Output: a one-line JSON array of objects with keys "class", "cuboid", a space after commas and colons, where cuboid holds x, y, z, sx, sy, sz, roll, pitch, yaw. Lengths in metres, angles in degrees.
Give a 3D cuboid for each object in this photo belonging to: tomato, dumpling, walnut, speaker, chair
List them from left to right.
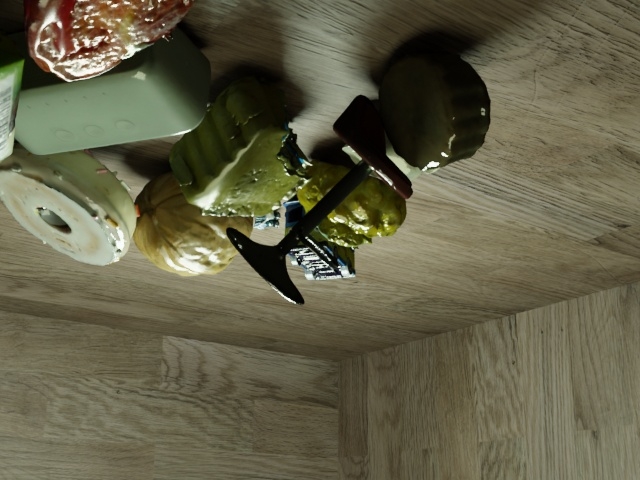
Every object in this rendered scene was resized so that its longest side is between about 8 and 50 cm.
[{"class": "tomato", "cuboid": [-0.349, -0.403, 1.285, 0.309, 0.170, 0.309, -32, 159, -14]}, {"class": "speaker", "cuboid": [-0.424, -0.296, 1.577, 0.406, 0.183, 0.184, -6, 155, 19]}, {"class": "walnut", "cuboid": [-0.326, -0.039, 2.172, 0.252, 0.277, 0.313, 34, -177, 37]}, {"class": "chair", "cuboid": [0.021, -0.085, 1.728, 0.401, 0.226, 0.226, -46, 149, 5]}, {"class": "dumpling", "cuboid": [0.170, -0.197, 1.903, 0.250, 0.132, 0.162, 4, 157, -8]}]

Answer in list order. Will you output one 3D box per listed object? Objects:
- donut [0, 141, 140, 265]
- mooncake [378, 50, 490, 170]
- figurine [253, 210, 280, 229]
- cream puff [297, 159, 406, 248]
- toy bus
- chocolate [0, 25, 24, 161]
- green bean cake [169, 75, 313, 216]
[{"class": "donut", "cuboid": [-0.599, -0.099, 2.024, 0.382, 0.142, 0.383, 23, 148, 15]}, {"class": "mooncake", "cuboid": [0.222, -0.252, 1.620, 0.124, 0.228, 0.228, -17, 171, -29]}, {"class": "figurine", "cuboid": [-0.189, -0.066, 2.391, 0.149, 0.086, 0.087, -2, -156, -29]}, {"class": "cream puff", "cuboid": [0.069, -0.078, 2.067, 0.282, 0.185, 0.282, 19, 178, 1]}, {"class": "toy bus", "cuboid": [0.000, 0.000, 2.403, 0.138, 0.175, 0.288, -5, 159, 18]}, {"class": "chocolate", "cuboid": [-0.618, -0.286, 1.396, 0.137, 0.289, 0.301, -28, 165, -37]}, {"class": "green bean cake", "cuboid": [-0.145, -0.207, 1.808, 0.285, 0.202, 0.310, -40, 155, 24]}]
